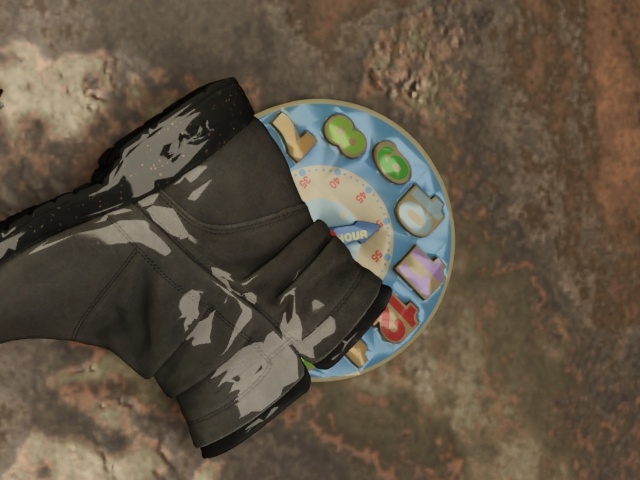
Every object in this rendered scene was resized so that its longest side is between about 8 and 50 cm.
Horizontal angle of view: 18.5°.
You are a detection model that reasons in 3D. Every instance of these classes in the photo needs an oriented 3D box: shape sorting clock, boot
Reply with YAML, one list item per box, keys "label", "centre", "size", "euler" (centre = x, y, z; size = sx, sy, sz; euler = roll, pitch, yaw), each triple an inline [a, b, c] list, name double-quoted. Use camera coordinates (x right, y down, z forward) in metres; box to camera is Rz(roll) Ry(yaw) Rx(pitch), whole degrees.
- label: "shape sorting clock"
  centre: [0.000, 0.000, 1.422]
  size: [0.206, 0.040, 0.206]
  euler: [-1, 93, -17]
- label: "boot"
  centre: [-0.130, 0.064, 1.331]
  size: [0.338, 0.118, 0.222]
  euler: [-34, 99, -4]

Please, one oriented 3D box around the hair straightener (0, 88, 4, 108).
- label: "hair straightener"
  centre: [-0.259, -0.095, 1.335]
  size: [0.089, 0.047, 0.230]
  euler: [12, 90, -17]
